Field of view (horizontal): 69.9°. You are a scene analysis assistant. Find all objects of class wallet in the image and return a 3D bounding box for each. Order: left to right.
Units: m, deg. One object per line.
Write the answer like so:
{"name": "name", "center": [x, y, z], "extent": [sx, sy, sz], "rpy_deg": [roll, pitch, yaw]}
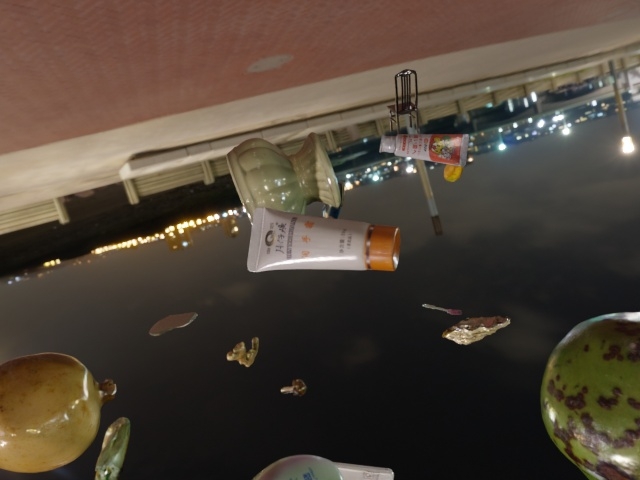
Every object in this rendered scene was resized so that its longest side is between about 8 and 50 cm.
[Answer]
{"name": "wallet", "center": [0.041, -0.117, 1.655], "extent": [0.059, 0.140, 0.202], "rpy_deg": [9, 148, -3]}

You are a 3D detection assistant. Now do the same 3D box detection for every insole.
{"name": "insole", "center": [-0.376, 0.210, 1.164], "extent": [0.192, 0.010, 0.063], "rpy_deg": [-17, -150, 39]}

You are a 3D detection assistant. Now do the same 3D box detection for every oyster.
{"name": "oyster", "center": [0.522, 0.292, 1.502], "extent": [0.209, 0.071, 0.133], "rpy_deg": [-10, -177, -21]}

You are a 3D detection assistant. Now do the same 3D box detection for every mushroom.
{"name": "mushroom", "center": [-0.112, 0.578, 1.795], "extent": [0.060, 0.061, 0.187], "rpy_deg": [14, 157, -26]}

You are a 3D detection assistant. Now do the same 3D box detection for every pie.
{"name": "pie", "center": [-0.570, 0.623, 1.229], "extent": [0.067, 0.302, 0.302], "rpy_deg": [13, 176, -20]}

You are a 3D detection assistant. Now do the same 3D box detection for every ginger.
{"name": "ginger", "center": [-0.324, 0.491, 1.982], "extent": [0.053, 0.176, 0.193], "rpy_deg": [17, -143, 30]}

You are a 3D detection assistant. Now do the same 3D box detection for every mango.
{"name": "mango", "center": [0.463, -0.244, 1.584], "extent": [0.057, 0.078, 0.114], "rpy_deg": [18, 177, 4]}

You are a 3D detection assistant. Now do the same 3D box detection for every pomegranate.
{"name": "pomegranate", "center": [-0.662, 0.393, 1.063], "extent": [0.308, 0.306, 0.307], "rpy_deg": [-17, -173, 2]}
{"name": "pomegranate", "center": [0.405, 0.205, 0.544], "extent": [0.255, 0.253, 0.270], "rpy_deg": [-17, -176, 0]}

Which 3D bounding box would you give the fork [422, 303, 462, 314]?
{"name": "fork", "center": [0.349, 0.198, 1.322], "extent": [0.116, 0.016, 0.012], "rpy_deg": [10, 144, 1]}

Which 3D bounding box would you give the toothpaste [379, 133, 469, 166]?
{"name": "toothpaste", "center": [0.283, -0.257, 1.259], "extent": [0.235, 0.089, 0.057], "rpy_deg": [6, -179, 6]}

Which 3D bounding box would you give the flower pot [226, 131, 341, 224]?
{"name": "flower pot", "center": [-0.088, -0.145, 1.235], "extent": [0.244, 0.307, 0.307], "rpy_deg": [-22, -173, -1]}

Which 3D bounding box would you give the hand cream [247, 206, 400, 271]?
{"name": "hand cream", "center": [0.000, 0.000, 0.922], "extent": [0.315, 0.139, 0.089], "rpy_deg": [1, 171, 21]}

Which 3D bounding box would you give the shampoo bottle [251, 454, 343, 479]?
{"name": "shampoo bottle", "center": [-0.109, 0.599, 0.972], "extent": [0.350, 0.221, 0.151], "rpy_deg": [1, 160, -39]}

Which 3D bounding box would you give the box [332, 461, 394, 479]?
{"name": "box", "center": [0.132, 0.921, 1.733], "extent": [0.286, 0.142, 0.044], "rpy_deg": [12, -179, -11]}

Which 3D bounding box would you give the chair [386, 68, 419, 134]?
{"name": "chair", "center": [0.271, -0.458, 1.505], "extent": [0.084, 0.212, 0.101], "rpy_deg": [-13, -151, -4]}
